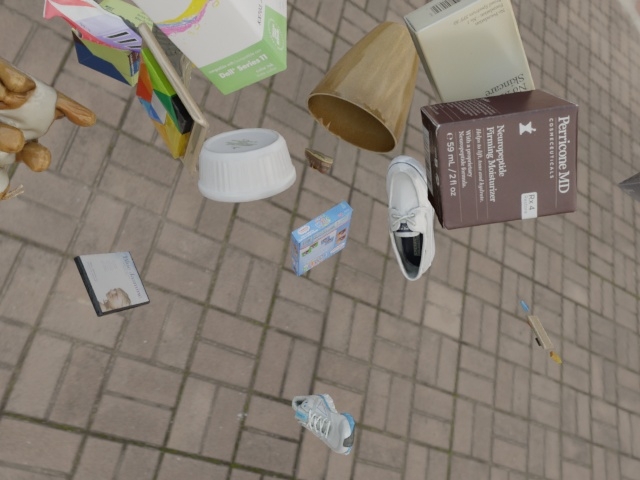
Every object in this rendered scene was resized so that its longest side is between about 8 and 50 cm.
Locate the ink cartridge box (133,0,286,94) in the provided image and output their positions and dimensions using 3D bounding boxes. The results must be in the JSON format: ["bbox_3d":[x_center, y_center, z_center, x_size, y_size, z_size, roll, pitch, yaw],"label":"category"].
[{"bbox_3d":[-0.180,-0.393,0.757,0.353,0.119,0.207,41,41,-53],"label":"ink cartridge box"}]

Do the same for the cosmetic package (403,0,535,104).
[{"bbox_3d":[0.284,-0.287,1.020,0.309,0.160,0.113,56,15,-33],"label":"cosmetic package"}]

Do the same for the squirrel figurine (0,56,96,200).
[{"bbox_3d":[-0.863,-0.281,1.443,0.397,0.281,0.370,32,92,12],"label":"squirrel figurine"}]

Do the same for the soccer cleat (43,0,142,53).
[{"bbox_3d":[-0.616,-0.596,1.600,0.318,0.109,0.116,26,91,-45],"label":"soccer cleat"}]

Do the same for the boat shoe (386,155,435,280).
[{"bbox_3d":[0.178,-0.037,1.115,0.084,0.095,0.258,-56,135,-49],"label":"boat shoe"}]

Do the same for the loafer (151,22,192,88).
[{"bbox_3d":[-0.382,-0.484,1.475,0.102,0.092,0.268,8,103,-6],"label":"loafer"}]

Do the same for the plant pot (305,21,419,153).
[{"bbox_3d":[0.127,-0.376,1.337,0.237,0.237,0.254,31,79,-21],"label":"plant pot"}]

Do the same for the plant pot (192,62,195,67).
[{"bbox_3d":[-0.437,-0.632,1.904,0.134,0.134,0.095,-26,121,-36],"label":"plant pot"}]

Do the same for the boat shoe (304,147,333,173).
[{"bbox_3d":[-0.016,-0.264,1.874,0.064,0.178,0.060,14,103,-26],"label":"boat shoe"}]

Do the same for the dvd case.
[{"bbox_3d":[-0.608,0.122,1.676,0.180,0.022,0.253,66,13,4],"label":"dvd case"}]

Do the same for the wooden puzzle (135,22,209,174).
[{"bbox_3d":[-0.293,-0.255,1.079,0.044,0.238,0.221,-30,84,-22],"label":"wooden puzzle"}]

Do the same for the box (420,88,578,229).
[{"bbox_3d":[0.275,-0.133,0.901,0.203,0.167,0.168,-8,112,5],"label":"box"}]

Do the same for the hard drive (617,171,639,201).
[{"bbox_3d":[0.556,-0.109,0.800,0.172,0.255,0.054,-29,89,2],"label":"hard drive"}]

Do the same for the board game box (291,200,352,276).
[{"bbox_3d":[0.000,0.000,1.448,0.160,0.211,0.039,-32,69,-17],"label":"board game box"}]

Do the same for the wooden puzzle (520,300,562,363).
[{"bbox_3d":[0.403,0.171,1.045,0.078,0.014,0.116,23,41,-50],"label":"wooden puzzle"}]

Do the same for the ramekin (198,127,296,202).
[{"bbox_3d":[-0.207,-0.215,1.552,0.273,0.273,0.127,-29,126,-36],"label":"ramekin"}]

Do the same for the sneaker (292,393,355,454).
[{"bbox_3d":[-0.002,0.331,1.032,0.083,0.191,0.071,16,88,-22],"label":"sneaker"}]

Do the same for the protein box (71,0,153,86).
[{"bbox_3d":[-0.636,-0.636,1.809,0.200,0.136,0.201,24,57,3],"label":"protein box"}]
